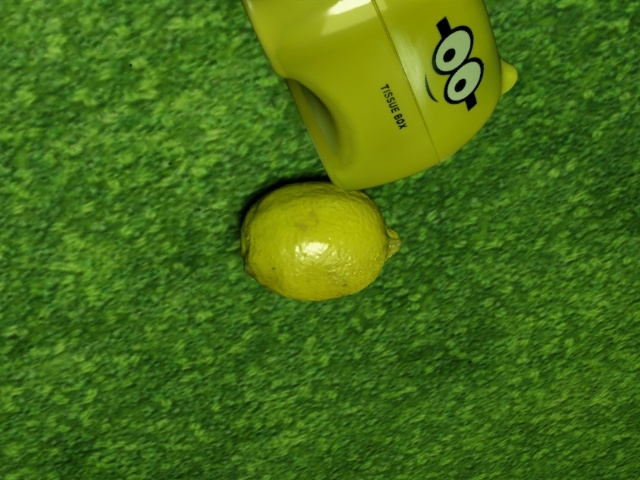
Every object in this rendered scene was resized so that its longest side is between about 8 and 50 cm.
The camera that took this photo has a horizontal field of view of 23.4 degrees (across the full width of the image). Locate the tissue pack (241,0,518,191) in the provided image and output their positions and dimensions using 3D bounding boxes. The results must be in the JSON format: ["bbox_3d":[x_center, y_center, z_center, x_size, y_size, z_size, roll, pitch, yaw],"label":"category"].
[{"bbox_3d":[0.031,-0.121,0.868,0.127,0.123,0.178,-27,143,1],"label":"tissue pack"}]

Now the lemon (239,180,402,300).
[{"bbox_3d":[0.000,0.000,1.034,0.110,0.082,0.082,-5,139,-15],"label":"lemon"}]
